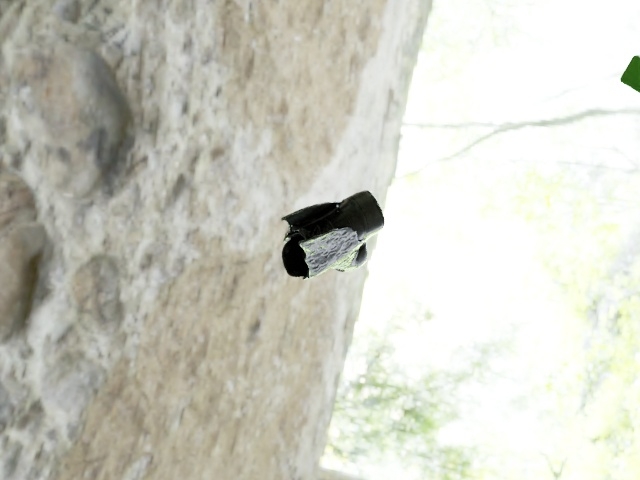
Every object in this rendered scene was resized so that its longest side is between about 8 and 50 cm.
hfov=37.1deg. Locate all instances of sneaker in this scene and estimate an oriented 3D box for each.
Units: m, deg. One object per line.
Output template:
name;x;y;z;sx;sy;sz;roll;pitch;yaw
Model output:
sneaker;0.001;0.002;0.814;0.089;0.051;0.170;-27;-12;-18

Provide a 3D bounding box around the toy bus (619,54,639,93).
toy bus;0.355;-0.092;0.886;0.104;0.190;0.202;-64;-11;28
